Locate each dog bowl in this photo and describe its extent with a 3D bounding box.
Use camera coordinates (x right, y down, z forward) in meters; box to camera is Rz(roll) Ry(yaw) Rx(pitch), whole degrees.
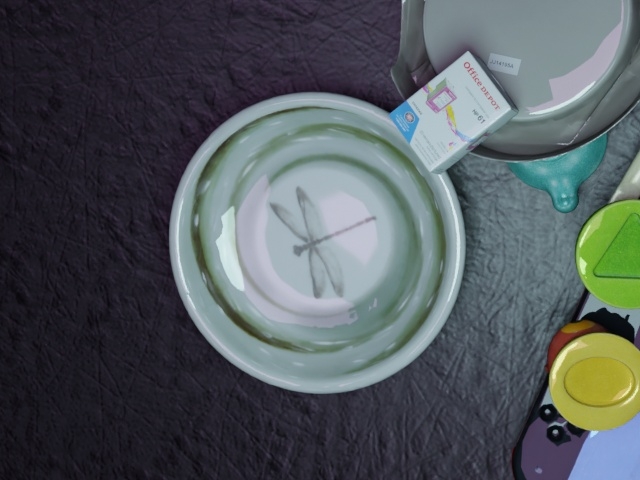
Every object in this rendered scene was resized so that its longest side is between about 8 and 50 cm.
[{"bbox_3d":[0.252,-0.265,1.509,0.349,0.102,0.348,0,89,21],"label":"dog bowl"}]

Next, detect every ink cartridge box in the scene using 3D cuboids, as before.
[{"bbox_3d":[0.156,-0.149,1.461,0.122,0.052,0.088,-38,77,14],"label":"ink cartridge box"}]

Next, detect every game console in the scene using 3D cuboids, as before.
[{"bbox_3d":[0.474,0.249,1.617,0.386,0.060,0.342,24,102,9],"label":"game console"}]

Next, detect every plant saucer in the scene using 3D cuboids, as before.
[{"bbox_3d":[0.000,0.000,1.676,0.400,0.100,0.400,2,98,13],"label":"plant saucer"}]

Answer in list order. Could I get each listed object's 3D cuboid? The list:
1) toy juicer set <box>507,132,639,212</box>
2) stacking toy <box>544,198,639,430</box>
[{"bbox_3d":[0.324,-0.152,1.583,0.209,0.089,0.329,-40,76,15],"label":"toy juicer set"},{"bbox_3d":[0.426,0.082,1.538,0.309,0.130,0.279,0,98,0],"label":"stacking toy"}]
